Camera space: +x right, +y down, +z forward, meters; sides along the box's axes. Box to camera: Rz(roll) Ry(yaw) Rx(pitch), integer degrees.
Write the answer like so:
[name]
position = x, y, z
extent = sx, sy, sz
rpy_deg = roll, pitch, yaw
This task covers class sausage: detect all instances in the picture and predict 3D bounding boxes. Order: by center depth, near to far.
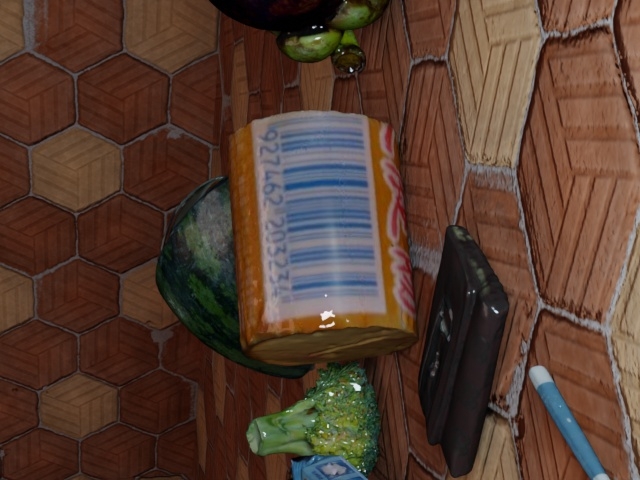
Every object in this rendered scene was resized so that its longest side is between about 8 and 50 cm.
[sausage]
position = 0.000, 0.000, 1.623
extent = 0.233, 0.233, 0.287
rpy_deg = 124, 142, -69

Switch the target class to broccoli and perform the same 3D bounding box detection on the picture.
[broccoli]
position = -0.011, 0.278, 1.805
extent = 0.194, 0.194, 0.220
rpy_deg = 117, 144, -66

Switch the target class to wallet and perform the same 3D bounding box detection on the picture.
[wallet]
position = 0.151, 0.117, 1.378
extent = 0.182, 0.049, 0.229
rpy_deg = -105, 20, -57

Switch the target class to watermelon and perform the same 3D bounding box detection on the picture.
[watermelon]
position = -0.060, 0.033, 1.825
extent = 0.283, 0.292, 0.250
rpy_deg = 43, 163, 5

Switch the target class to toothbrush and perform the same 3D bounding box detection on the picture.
[toothbrush]
position = 0.232, 0.194, 1.077
extent = 0.276, 0.019, 0.025
rpy_deg = -113, 16, -58

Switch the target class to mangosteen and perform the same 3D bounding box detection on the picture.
[mangosteen]
position = -0.035, -0.399, 1.665
extent = 0.311, 0.311, 0.311
rpy_deg = 178, 90, -78

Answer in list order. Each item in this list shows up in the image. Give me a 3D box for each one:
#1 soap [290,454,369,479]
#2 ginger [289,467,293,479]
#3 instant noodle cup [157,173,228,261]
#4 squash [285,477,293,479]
[soap]
position = 0.057, 0.400, 1.638
extent = 0.293, 0.077, 0.156
rpy_deg = 34, 130, 56
[ginger]
position = -0.026, 0.474, 2.217
extent = 0.214, 0.058, 0.133
rpy_deg = -109, 29, -50
[instant noodle cup]
position = -0.112, 0.023, 2.094
extent = 0.214, 0.296, 0.296
rpy_deg = -116, 26, -85
[squash]
position = -0.012, 0.480, 1.899
extent = 0.252, 0.165, 0.252
rpy_deg = 178, 90, -74
